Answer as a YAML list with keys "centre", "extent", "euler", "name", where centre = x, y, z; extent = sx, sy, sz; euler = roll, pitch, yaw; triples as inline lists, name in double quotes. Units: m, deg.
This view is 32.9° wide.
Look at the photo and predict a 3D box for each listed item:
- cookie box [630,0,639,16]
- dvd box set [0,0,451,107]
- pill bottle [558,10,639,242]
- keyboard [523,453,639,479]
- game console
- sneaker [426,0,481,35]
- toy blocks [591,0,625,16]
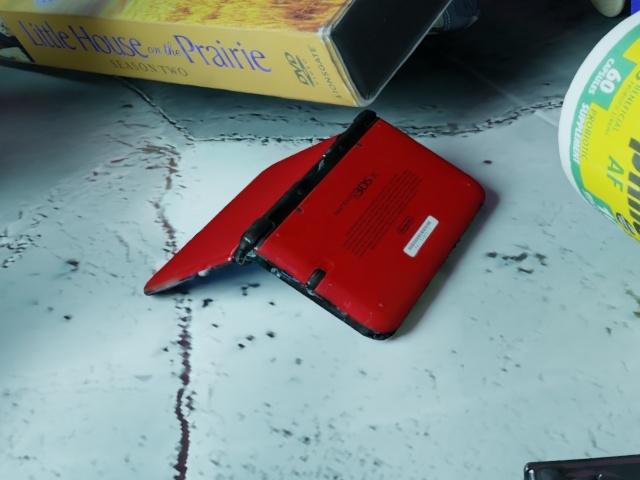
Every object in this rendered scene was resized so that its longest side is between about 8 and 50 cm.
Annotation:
- centre: [0.255, -0.152, 0.723]
  extent: [0.092, 0.040, 0.107]
  euler: [-11, 28, 23]
  name: "cookie box"
- centre: [-0.054, -0.239, 0.783]
  extent: [0.420, 0.062, 0.307]
  euler: [15, 58, 42]
  name: "dvd box set"
- centre: [0.205, -0.021, 0.467]
  extent: [0.118, 0.117, 0.208]
  euler: [-18, 33, -15]
  name: "pill bottle"
- centre: [0.165, 0.096, 0.380]
  extent: [0.180, 0.023, 0.108]
  euler: [-5, 38, 4]
  name: "keyboard"
- centre: [0.000, 0.000, 0.581]
  extent: [0.124, 0.085, 0.144]
  euler: [34, 43, 6]
  name: "game console"
- centre: [-0.001, -0.187, 0.828]
  extent: [0.122, 0.110, 0.283]
  euler: [-44, 41, -19]
  name: "sneaker"
- centre: [0.258, -0.247, 0.821]
  extent: [0.148, 0.054, 0.123]
  euler: [-24, 73, -8]
  name: "toy blocks"
